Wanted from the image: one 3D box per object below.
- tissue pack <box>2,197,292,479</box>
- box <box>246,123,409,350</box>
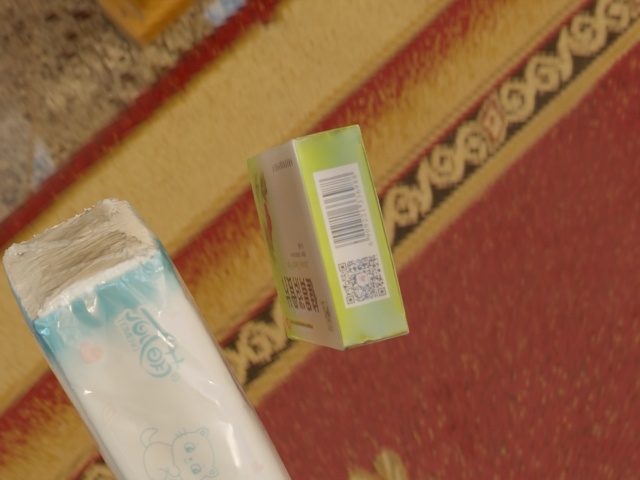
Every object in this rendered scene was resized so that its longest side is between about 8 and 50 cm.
[{"bbox_3d":[-0.127,0.117,1.309,0.124,0.201,0.271,-28,110,-5],"label":"tissue pack"},{"bbox_3d":[0.000,-0.001,1.482,0.062,0.260,0.175,-14,92,-12],"label":"box"}]
